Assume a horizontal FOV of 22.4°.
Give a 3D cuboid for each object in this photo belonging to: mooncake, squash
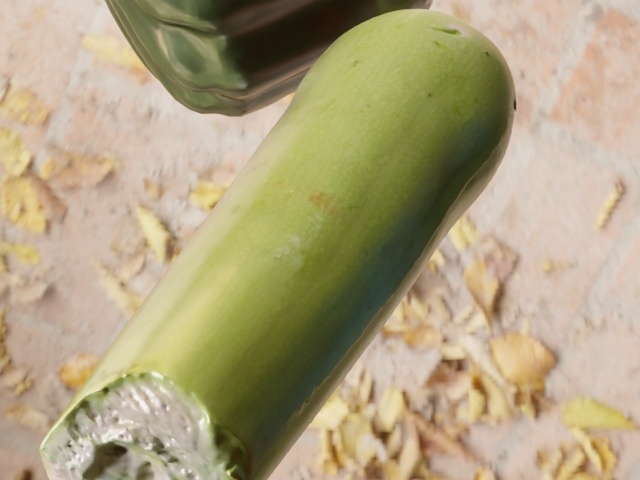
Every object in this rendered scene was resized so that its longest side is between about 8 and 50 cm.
[{"bbox_3d":[-0.080,-0.254,0.997,0.194,0.356,0.356,-27,111,-2],"label":"mooncake"},{"bbox_3d":[0.000,0.000,0.559,0.083,0.250,0.083,18,136,19],"label":"squash"}]
